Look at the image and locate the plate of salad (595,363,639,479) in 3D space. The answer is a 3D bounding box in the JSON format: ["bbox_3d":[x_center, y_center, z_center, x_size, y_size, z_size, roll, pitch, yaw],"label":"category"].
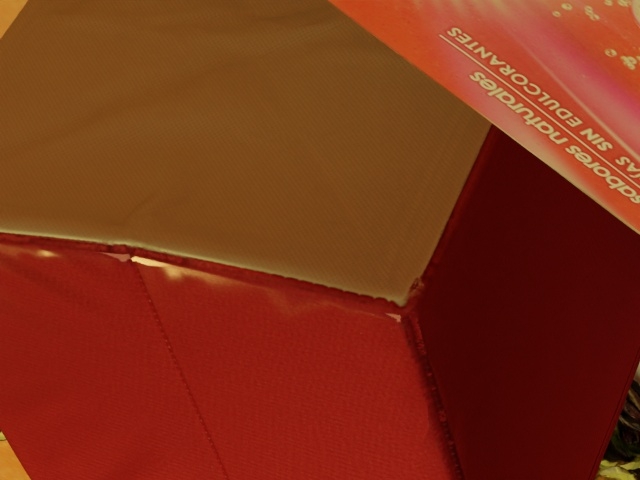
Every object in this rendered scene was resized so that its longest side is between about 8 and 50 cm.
[{"bbox_3d":[0.107,0.084,0.855,0.199,0.048,0.200,17,151,10],"label":"plate of salad"}]

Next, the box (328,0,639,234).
[{"bbox_3d":[0.040,-0.147,0.397,0.300,0.154,0.142,33,151,-21],"label":"box"}]

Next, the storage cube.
[{"bbox_3d":[0.000,0.000,0.626,0.183,0.215,0.193,10,143,25],"label":"storage cube"}]
